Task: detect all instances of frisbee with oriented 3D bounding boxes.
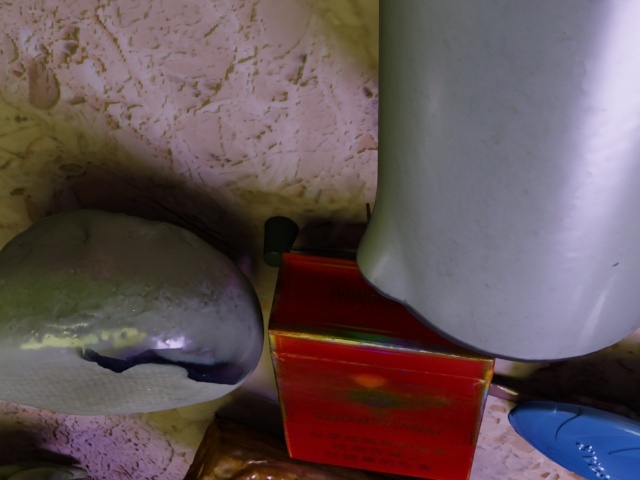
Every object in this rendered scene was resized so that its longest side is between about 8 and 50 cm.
[{"bbox_3d":[0.302,0.227,1.103,0.242,0.045,0.242,21,163,6],"label":"frisbee"}]

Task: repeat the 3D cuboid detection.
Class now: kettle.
[{"bbox_3d":[0.202,-0.124,0.683,0.361,0.250,0.377,-15,143,-12],"label":"kettle"}]

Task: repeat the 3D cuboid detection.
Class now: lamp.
[{"bbox_3d":[-0.001,0.000,0.978,0.121,0.054,0.041,-11,134,25],"label":"lamp"}]

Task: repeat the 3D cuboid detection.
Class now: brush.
[{"bbox_3d":[0.316,0.183,1.106,0.301,0.071,0.084,11,143,10],"label":"brush"}]

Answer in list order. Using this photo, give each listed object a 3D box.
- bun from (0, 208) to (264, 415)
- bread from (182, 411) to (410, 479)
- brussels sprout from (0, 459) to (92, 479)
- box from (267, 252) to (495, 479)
[{"bbox_3d":[-0.189,0.055,1.006,0.283,0.179,0.283,-2,160,-1],"label":"bun"},{"bbox_3d":[0.003,0.327,1.249,0.344,0.149,0.195,21,180,-9],"label":"bread"},{"bbox_3d":[-0.395,0.507,1.367,0.361,0.342,0.425,-23,115,-18],"label":"brussels sprout"},{"bbox_3d":[0.062,0.132,1.055,0.197,0.089,0.313,8,150,7],"label":"box"}]
